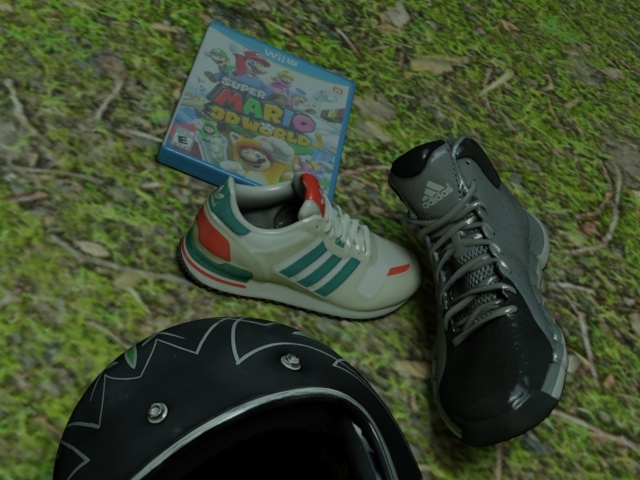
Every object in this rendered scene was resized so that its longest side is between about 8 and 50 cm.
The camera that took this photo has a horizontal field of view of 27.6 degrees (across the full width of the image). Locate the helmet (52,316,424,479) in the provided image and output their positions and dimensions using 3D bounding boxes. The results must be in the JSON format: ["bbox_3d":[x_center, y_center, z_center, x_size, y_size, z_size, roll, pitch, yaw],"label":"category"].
[{"bbox_3d":[-0.036,0.113,0.564,0.161,0.169,0.169,55,42,3],"label":"helmet"}]

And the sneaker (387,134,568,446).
[{"bbox_3d":[0.080,0.012,0.780,0.132,0.086,0.229,55,21,-24],"label":"sneaker"}]

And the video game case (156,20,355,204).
[{"bbox_3d":[-0.040,-0.085,0.908,0.119,0.015,0.166,22,38,-9],"label":"video game case"}]

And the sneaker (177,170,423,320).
[{"bbox_3d":[0.000,0.000,0.788,0.161,0.075,0.057,10,42,-22],"label":"sneaker"}]
